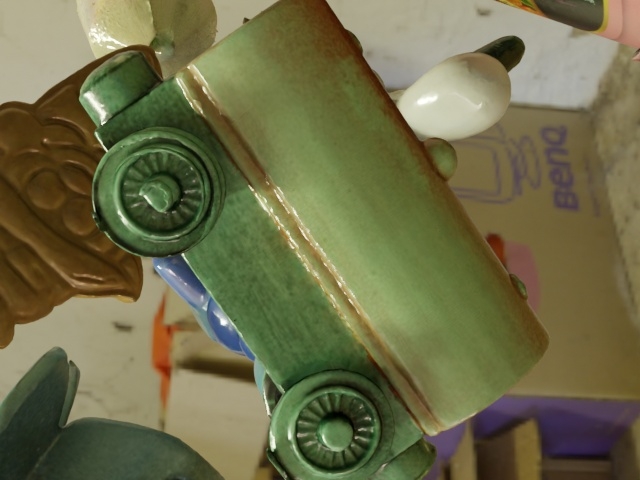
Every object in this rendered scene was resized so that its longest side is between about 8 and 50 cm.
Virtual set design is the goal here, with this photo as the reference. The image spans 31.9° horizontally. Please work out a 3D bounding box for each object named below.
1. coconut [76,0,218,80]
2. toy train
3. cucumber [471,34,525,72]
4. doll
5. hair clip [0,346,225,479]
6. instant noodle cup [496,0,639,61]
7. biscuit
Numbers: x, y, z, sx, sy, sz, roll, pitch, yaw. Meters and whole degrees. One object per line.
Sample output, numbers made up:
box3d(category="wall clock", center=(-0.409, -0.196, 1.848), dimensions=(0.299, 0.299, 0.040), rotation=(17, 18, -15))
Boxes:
box3d(category="coconut", center=(-0.152, -0.197, 0.986), dimensions=(0.122, 0.116, 0.116), rotation=(-115, 27, -44))
box3d(category="toy train", center=(0.000, 0.000, 0.607), dimensions=(0.285, 0.177, 0.116), rotation=(55, 179, -8))
box3d(category="cucumber", center=(0.159, -0.182, 1.399), dimensions=(0.056, 0.284, 0.056), rotation=(40, 154, 24))
box3d(category="doll", center=(-0.032, -0.025, 1.053), dimensions=(0.366, 0.187, 0.376), rotation=(-63, 15, -21))
box3d(category="hair clip", center=(-0.263, 0.298, 1.101), dimensions=(0.318, 0.238, 0.392), rotation=(-55, 0, -15))
box3d(category="instant noodle cup", center=(0.185, -0.265, 0.843), dimensions=(0.255, 0.244, 0.244), rotation=(19, 112, 35))
box3d(category="biscuit", center=(-0.177, -0.039, 0.789), dimensions=(0.035, 0.162, 0.250), rotation=(-14, 48, 56))
